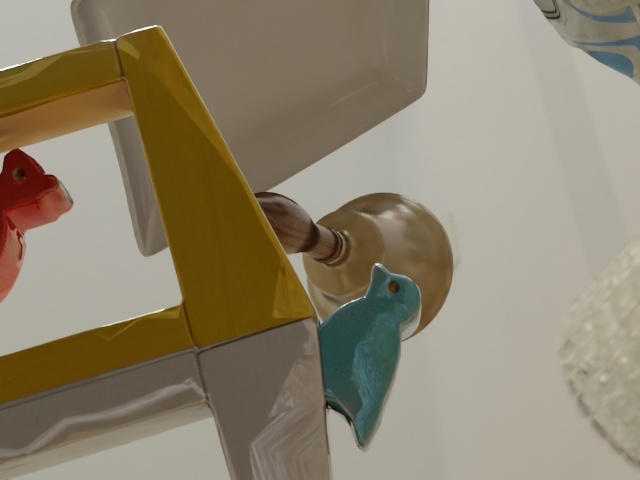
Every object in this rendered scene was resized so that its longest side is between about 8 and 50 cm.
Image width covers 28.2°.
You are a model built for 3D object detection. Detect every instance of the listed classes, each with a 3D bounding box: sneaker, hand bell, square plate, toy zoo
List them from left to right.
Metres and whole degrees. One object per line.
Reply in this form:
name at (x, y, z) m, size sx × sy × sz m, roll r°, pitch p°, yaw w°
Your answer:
toy zoo at (-0.114, 0.057, 0.345) m, size 0.293 × 0.030 × 0.192 m, roll -17°, pitch -106°, yaw -2°
square plate at (-0.048, -0.176, 1.141) m, size 0.347 × 0.344 × 0.049 m, roll -31°, pitch -121°, yaw -18°
hand bell at (0.000, 0.000, 0.916) m, size 0.126 × 0.126 × 0.242 m, roll 56°, pitch -168°, yaw 23°
sneaker at (0.156, -0.156, 0.739) m, size 0.085 × 0.086 × 0.237 m, roll -22°, pitch -149°, yaw 7°
